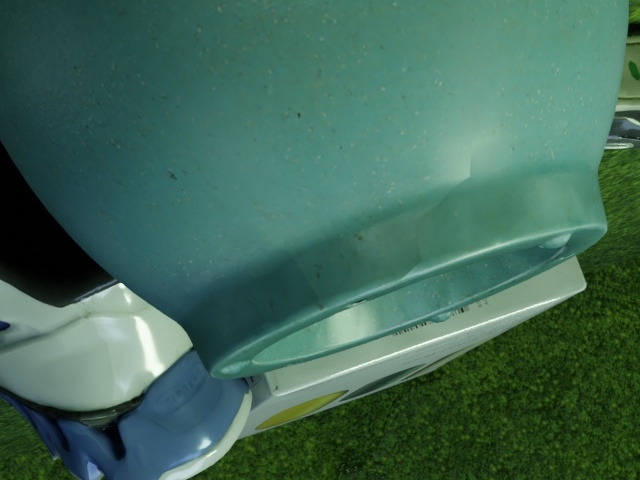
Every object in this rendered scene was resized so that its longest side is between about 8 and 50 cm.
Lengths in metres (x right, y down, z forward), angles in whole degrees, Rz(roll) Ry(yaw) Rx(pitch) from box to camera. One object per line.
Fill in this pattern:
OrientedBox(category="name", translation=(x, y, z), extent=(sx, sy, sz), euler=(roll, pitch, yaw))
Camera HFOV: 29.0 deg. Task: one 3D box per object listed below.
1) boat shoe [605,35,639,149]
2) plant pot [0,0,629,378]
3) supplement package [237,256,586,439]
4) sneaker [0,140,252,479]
OrientedBox(category="boat shoe", translation=(0.241, -0.107, 0.949), extent=(0.233, 0.084, 0.079), euler=(2, 154, -20))
OrientedBox(category="plant pot", translation=(0.005, -0.059, 0.523), extent=(0.293, 0.196, 0.293), euler=(-19, 170, -3))
OrientedBox(category="supplement package", translation=(0.000, 0.000, 0.804), extent=(0.199, 0.198, 0.263), euler=(-17, 169, -18))
OrientedBox(category="sneaker", translation=(-0.184, 0.005, 0.679), extent=(0.315, 0.182, 0.127), euler=(11, -141, 35))
